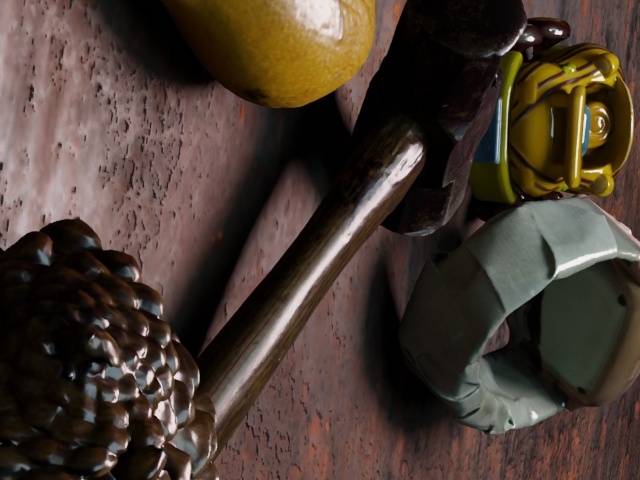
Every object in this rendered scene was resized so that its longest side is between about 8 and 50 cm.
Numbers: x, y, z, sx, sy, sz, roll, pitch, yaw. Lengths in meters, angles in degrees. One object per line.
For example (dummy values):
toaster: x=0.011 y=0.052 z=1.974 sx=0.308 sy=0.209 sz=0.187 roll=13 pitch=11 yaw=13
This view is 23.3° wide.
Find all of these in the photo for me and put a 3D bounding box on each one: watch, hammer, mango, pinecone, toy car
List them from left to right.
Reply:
pinecone: x=-0.134 y=0.089 z=0.783 sx=0.195 sy=0.150 sz=0.179 roll=51 pitch=21 yaw=-54
mango: x=-0.040 y=-0.173 z=0.977 sx=0.262 sy=0.109 sz=0.157 roll=27 pitch=71 yaw=-62
hammer: x=0.000 y=0.000 z=1.094 sx=0.409 sy=0.095 sz=0.242 roll=-51 pitch=167 yaw=-30
watch: x=0.184 y=0.076 z=1.409 sx=0.241 sy=0.162 sz=0.253 roll=-23 pitch=142 yaw=-33
toy car: x=0.239 y=-0.117 z=1.534 sx=0.248 sy=0.142 sz=0.200 roll=-24 pitch=118 yaw=-59
